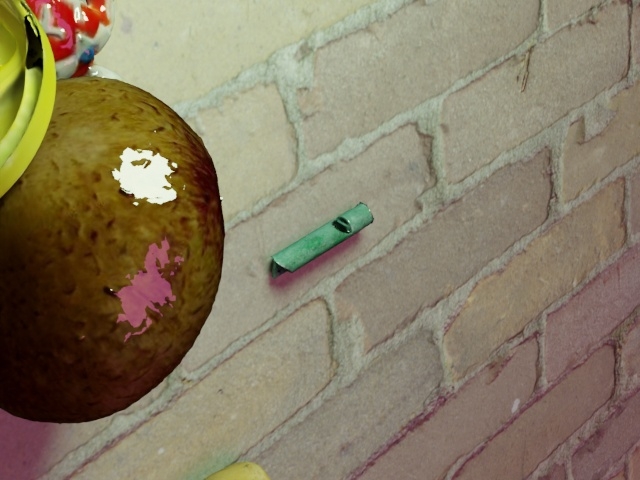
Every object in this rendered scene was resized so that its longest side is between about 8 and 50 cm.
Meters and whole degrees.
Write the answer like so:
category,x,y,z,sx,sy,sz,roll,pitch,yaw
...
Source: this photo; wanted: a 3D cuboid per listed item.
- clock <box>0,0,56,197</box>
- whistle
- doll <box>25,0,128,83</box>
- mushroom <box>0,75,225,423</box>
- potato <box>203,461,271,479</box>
category,x,y,z,sx,sy,sz,roll,pitch,yaw
clock,-0.372,-0.118,1.027,0.293,0.277,0.071,-46,158,-8
whistle,0.000,0.000,1.643,0.186,0.039,0.039,-31,126,-34
doll,-0.293,-0.243,1.193,0.188,0.099,0.384,-47,131,-23
mushroom,-0.222,0.038,1.140,0.334,0.331,0.356,-29,129,10
potato,-0.140,0.388,1.599,0.178,0.109,0.118,-36,151,-26
